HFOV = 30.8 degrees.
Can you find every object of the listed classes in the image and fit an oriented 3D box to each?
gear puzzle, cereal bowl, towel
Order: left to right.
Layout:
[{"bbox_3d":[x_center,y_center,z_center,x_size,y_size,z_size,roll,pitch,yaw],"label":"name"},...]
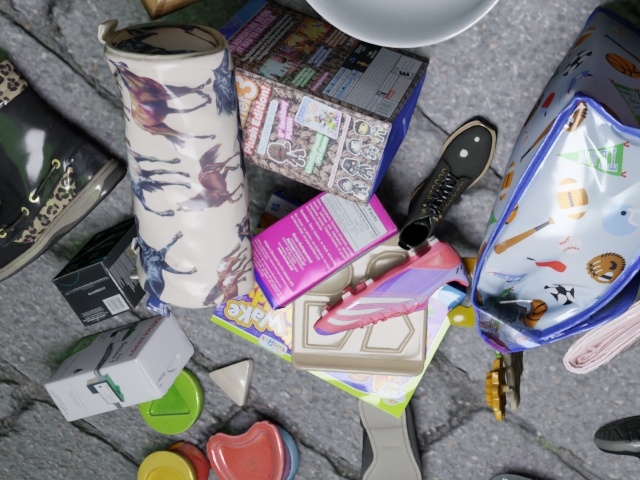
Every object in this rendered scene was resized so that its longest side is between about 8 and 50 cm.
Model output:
[{"bbox_3d":[0.116,-0.437,1.542,0.339,0.141,0.339,9,122,14],"label":"cereal bowl"},{"bbox_3d":[0.267,0.153,1.722,0.044,0.339,0.175,-4,119,15],"label":"gear puzzle"},{"bbox_3d":[0.518,0.065,1.596,0.317,0.332,0.053,-38,75,33],"label":"towel"}]

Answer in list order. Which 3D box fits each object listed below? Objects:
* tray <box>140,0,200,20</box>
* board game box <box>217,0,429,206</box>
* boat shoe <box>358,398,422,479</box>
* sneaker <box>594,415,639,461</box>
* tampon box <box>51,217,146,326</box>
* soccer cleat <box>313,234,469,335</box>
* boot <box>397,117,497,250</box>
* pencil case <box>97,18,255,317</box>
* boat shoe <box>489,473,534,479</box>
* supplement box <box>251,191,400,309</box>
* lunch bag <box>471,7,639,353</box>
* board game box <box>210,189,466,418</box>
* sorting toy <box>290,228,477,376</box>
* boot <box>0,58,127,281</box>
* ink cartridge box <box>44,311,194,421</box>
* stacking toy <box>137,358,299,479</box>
[{"bbox_3d":[-0.224,-0.511,1.512,0.411,0.202,0.076,62,160,2],"label":"tray"},{"bbox_3d":[-0.020,-0.206,1.675,0.291,0.232,0.141,22,125,7],"label":"board game box"},{"bbox_3d":[0.124,0.356,2.062,0.112,0.095,0.335,-1,125,9],"label":"boat shoe"},{"bbox_3d":[0.564,0.352,1.889,0.227,0.087,0.130,-5,111,17],"label":"sneaker"},{"bbox_3d":[-0.354,0.051,1.994,0.120,0.161,0.101,-20,112,30],"label":"tampon box"},{"bbox_3d":[0.106,0.088,1.758,0.248,0.083,0.095,-33,94,4],"label":"soccer cleat"},{"bbox_3d":[0.190,-0.077,1.735,0.077,0.137,0.198,31,124,1],"label":"boot"},{"bbox_3d":[-0.192,-0.101,1.565,0.183,0.160,0.410,0,122,5],"label":"pencil case"},{"bbox_3d":[0.434,0.486,2.018,0.320,0.103,0.118,17,85,6],"label":"boat shoe"},{"bbox_3d":[0.000,0.000,1.747,0.220,0.111,0.114,-32,85,4],"label":"supplement box"},{"bbox_3d":[0.355,-0.061,1.573,0.239,0.328,0.385,31,124,2],"label":"lunch bag"},{"bbox_3d":[0.030,0.102,1.883,0.347,0.078,0.233,27,100,2],"label":"board game box"},{"bbox_3d":[0.109,0.095,1.817,0.307,0.041,0.229,3,93,6],"label":"sorting toy"},{"bbox_3d":[-0.545,-0.106,1.983,0.377,0.138,0.284,-34,105,29],"label":"boot"},{"bbox_3d":[-0.361,0.228,2.106,0.219,0.160,0.093,-18,112,27],"label":"ink cartridge box"},{"bbox_3d":[-0.193,0.356,2.187,0.309,0.130,0.280,-9,90,21],"label":"stacking toy"}]
